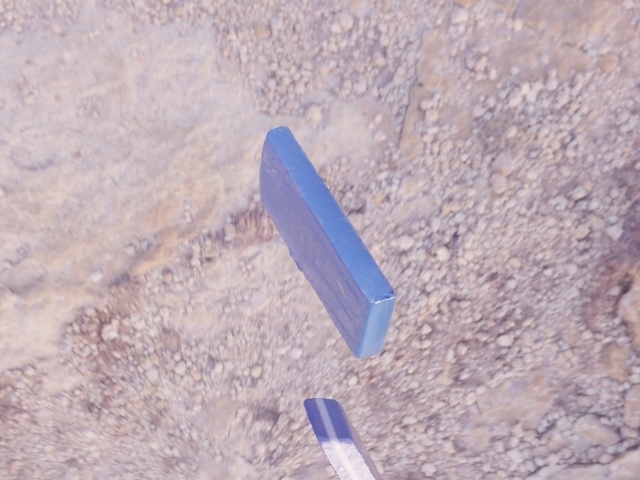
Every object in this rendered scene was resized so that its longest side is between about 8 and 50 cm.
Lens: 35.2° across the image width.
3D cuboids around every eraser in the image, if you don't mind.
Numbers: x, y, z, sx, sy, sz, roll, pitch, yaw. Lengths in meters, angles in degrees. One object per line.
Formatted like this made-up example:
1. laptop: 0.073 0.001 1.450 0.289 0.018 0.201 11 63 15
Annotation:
1. eraser: 0.000 0.000 1.349 0.043 0.144 0.311 -20 58 -20
2. eraser: 0.049 0.264 1.090 0.036 0.082 0.225 -28 117 -1
